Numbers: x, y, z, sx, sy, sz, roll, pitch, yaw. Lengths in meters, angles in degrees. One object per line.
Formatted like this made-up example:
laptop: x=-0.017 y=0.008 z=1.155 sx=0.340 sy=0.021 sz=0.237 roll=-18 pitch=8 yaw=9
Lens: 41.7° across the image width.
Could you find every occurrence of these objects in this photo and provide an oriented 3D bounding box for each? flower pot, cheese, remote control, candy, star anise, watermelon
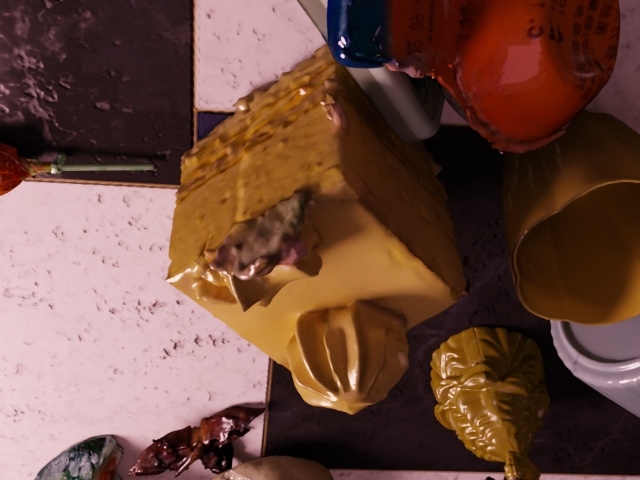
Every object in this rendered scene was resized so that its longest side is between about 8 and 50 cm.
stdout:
flower pot: x=0.273 y=-0.039 z=0.870 sx=0.195 sy=0.179 sz=0.195 roll=-2 pitch=131 yaw=-3
cheese: x=0.145 y=-0.184 z=0.719 sx=0.329 sy=0.129 sz=0.217 roll=-1 pitch=96 yaw=-38
remote control: x=0.011 y=-0.231 z=0.724 sx=0.065 sy=0.128 sz=0.335 roll=-16 pitch=132 yaw=32
candy: x=-0.280 y=-0.077 z=0.902 sx=0.201 sy=0.060 sz=0.060 roll=-2 pitch=132 yaw=-10
star anise: x=-0.178 y=0.308 z=1.241 sx=0.212 sy=0.053 sz=0.157 roll=-18 pitch=146 yaw=-12
watermelon: x=-0.326 y=0.467 z=1.290 sx=0.214 sy=0.289 sz=0.320 roll=5 pitch=125 yaw=-48

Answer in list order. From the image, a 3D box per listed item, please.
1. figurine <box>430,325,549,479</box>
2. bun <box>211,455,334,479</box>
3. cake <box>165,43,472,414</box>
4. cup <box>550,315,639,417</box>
figurine: x=0.239 y=0.289 z=1.069 sx=0.168 sy=0.315 sz=0.187 roll=2 pitch=132 yaw=-4
bun: x=-0.075 y=0.410 z=1.271 sx=0.178 sy=0.128 sz=0.193 roll=-37 pitch=136 yaw=28
cake: x=0.000 y=0.000 z=0.819 sx=0.222 sy=0.286 sz=0.227 roll=-33 pitch=125 yaw=24
cup: x=0.477 y=0.094 z=0.950 sx=0.311 sy=0.256 sz=0.331 roll=29 pitch=126 yaw=-24
